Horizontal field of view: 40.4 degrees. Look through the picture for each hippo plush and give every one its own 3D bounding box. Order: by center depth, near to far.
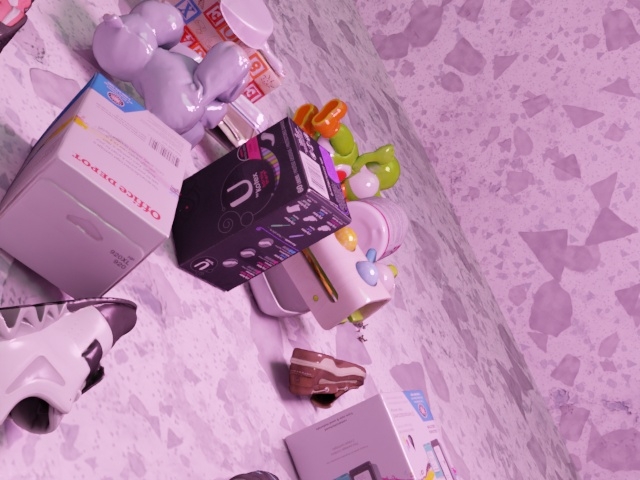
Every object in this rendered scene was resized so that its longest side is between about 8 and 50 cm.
[{"bbox_3d":[-0.293,-0.287,1.537,0.236,0.234,0.294,43,63,2],"label":"hippo plush"}]

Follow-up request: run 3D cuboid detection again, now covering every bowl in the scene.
[{"bbox_3d":[-0.090,0.085,1.651,0.142,0.053,0.142,14,49,-64],"label":"bowl"}]

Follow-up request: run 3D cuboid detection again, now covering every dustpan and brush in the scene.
[{"bbox_3d":[-0.128,-0.421,1.760,0.211,0.060,0.147,45,35,-18],"label":"dustpan and brush"}]

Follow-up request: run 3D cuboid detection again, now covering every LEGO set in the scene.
[{"bbox_3d":[0.086,0.193,1.981,0.054,0.023,0.083,44,39,-33],"label":"LEGO set"}]

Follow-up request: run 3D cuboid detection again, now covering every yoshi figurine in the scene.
[{"bbox_3d":[0.092,-0.233,2.327,0.362,0.203,0.203,51,15,-33],"label":"yoshi figurine"}]

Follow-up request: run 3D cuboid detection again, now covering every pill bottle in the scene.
[{"bbox_3d":[0.122,-0.027,2.153,0.160,0.160,0.283,62,20,3],"label":"pill bottle"}]

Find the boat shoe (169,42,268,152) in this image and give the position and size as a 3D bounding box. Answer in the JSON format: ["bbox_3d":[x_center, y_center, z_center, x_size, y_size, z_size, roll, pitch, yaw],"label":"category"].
[{"bbox_3d":[-0.239,-0.284,1.694,0.302,0.109,0.094,37,67,-9],"label":"boat shoe"}]

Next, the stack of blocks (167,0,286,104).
[{"bbox_3d":[-0.231,-0.409,1.813,0.297,0.171,0.087,52,22,-20],"label":"stack of blocks"}]

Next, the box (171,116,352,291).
[{"bbox_3d":[-0.109,-0.057,1.476,0.143,0.270,0.165,34,33,-51],"label":"box"}]

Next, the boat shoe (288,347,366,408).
[{"bbox_3d":[0.006,0.265,1.620,0.257,0.095,0.095,30,70,-59],"label":"boat shoe"}]

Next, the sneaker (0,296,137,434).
[{"bbox_3d":[-0.312,0.139,0.988,0.330,0.123,0.146,-4,86,-72],"label":"sneaker"}]

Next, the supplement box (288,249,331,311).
[{"bbox_3d":[-0.029,0.041,1.821,0.078,0.080,0.233,47,23,-32],"label":"supplement box"}]

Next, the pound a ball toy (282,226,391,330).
[{"bbox_3d":[0.025,0.003,1.706,0.208,0.136,0.319,-2,57,-58],"label":"pound a ball toy"}]

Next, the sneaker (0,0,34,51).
[{"bbox_3d":[-0.491,-0.334,1.220,0.136,0.116,0.313,37,22,-27],"label":"sneaker"}]

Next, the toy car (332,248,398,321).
[{"bbox_3d":[0.072,0.087,1.864,0.136,0.182,0.159,58,1,12],"label":"toy car"}]

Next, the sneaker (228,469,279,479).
[{"bbox_3d":[-0.041,0.442,1.216,0.267,0.101,0.106,65,18,11],"label":"sneaker"}]

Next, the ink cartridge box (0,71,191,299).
[{"bbox_3d":[-0.301,-0.070,1.156,0.171,0.168,0.232,39,27,-23],"label":"ink cartridge box"}]

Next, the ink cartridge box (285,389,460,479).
[{"bbox_3d":[0.108,0.415,1.463,0.198,0.197,0.270,15,49,-63],"label":"ink cartridge box"}]
